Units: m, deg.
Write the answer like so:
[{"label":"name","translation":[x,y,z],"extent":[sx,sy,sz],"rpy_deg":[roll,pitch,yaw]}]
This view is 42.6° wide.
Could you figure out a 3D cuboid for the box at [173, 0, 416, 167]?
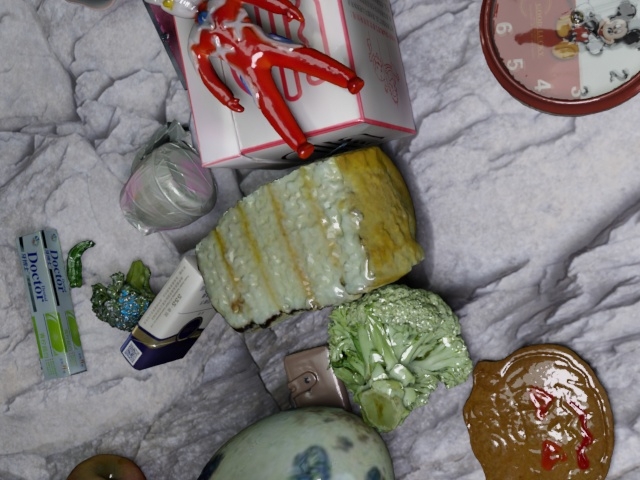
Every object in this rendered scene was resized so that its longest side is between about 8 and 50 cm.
[{"label":"box","translation":[-0.037,-0.302,1.432],"extent":[0.300,0.314,0.312],"rpy_deg":[-12,88,23]}]

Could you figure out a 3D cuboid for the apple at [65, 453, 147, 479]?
[{"label":"apple","translation":[-0.465,0.565,1.770],"extent":[0.188,0.188,0.174],"rpy_deg":[25,109,22]}]

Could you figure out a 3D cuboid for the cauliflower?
[{"label":"cauliflower","translation":[0.118,0.219,1.422],"extent":[0.272,0.250,0.275],"rpy_deg":[-19,122,31]}]

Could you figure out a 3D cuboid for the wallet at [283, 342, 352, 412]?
[{"label":"wallet","translation":[-0.007,0.286,1.612],"extent":[0.118,0.039,0.152],"rpy_deg":[-20,87,23]}]

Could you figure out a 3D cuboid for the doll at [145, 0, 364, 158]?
[{"label":"doll","translation":[-0.120,-0.301,1.253],"extent":[0.384,0.099,0.188],"rpy_deg":[40,106,11]}]

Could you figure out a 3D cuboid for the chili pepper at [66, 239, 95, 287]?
[{"label":"chili pepper","translation":[-0.549,0.049,1.859],"extent":[0.055,0.035,0.118],"rpy_deg":[21,93,10]}]

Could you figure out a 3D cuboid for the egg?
[{"label":"egg","translation":[-0.052,0.485,1.477],"extent":[0.345,0.345,0.428],"rpy_deg":[46,110,16]}]

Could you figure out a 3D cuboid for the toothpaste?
[{"label":"toothpaste","translation":[-0.618,0.146,1.880],"extent":[0.081,0.067,0.336],"rpy_deg":[-14,88,23]}]

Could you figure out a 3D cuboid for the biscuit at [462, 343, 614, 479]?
[{"label":"biscuit","translation":[0.376,0.318,1.426],"extent":[0.257,0.049,0.273],"rpy_deg":[-13,87,26]}]

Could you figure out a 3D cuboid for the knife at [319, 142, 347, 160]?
[{"label":"knife","translation":[-0.012,-0.134,1.474],"extent":[0.019,0.044,0.313],"rpy_deg":[59,158,-2]}]

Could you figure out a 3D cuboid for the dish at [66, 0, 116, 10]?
[{"label":"dish","translation":[-0.458,-0.591,1.742],"extent":[0.229,0.081,0.229],"rpy_deg":[0,90,23]}]

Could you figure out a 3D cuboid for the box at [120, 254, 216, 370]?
[{"label":"box","translation":[-0.276,0.142,1.658],"extent":[0.071,0.168,0.259],"rpy_deg":[43,111,19]}]

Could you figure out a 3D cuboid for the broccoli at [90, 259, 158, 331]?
[{"label":"broccoli","translation":[-0.396,0.120,1.747],"extent":[0.167,0.154,0.160],"rpy_deg":[-8,50,26]}]

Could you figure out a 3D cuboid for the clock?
[{"label":"clock","translation":[0.418,-0.361,1.338],"extent":[0.318,0.080,0.318],"rpy_deg":[0,91,22]}]

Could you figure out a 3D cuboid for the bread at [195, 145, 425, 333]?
[{"label":"bread","translation":[-0.003,0.002,1.469],"extent":[0.395,0.264,0.239],"rpy_deg":[-25,85,39]}]

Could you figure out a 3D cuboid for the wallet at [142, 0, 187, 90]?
[{"label":"wallet","translation":[-0.278,-0.436,1.666],"extent":[0.119,0.025,0.232],"rpy_deg":[-28,86,27]}]

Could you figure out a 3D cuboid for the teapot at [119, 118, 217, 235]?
[{"label":"teapot","translation":[-0.332,-0.121,1.671],"extent":[0.178,0.163,0.221],"rpy_deg":[-28,82,32]}]
